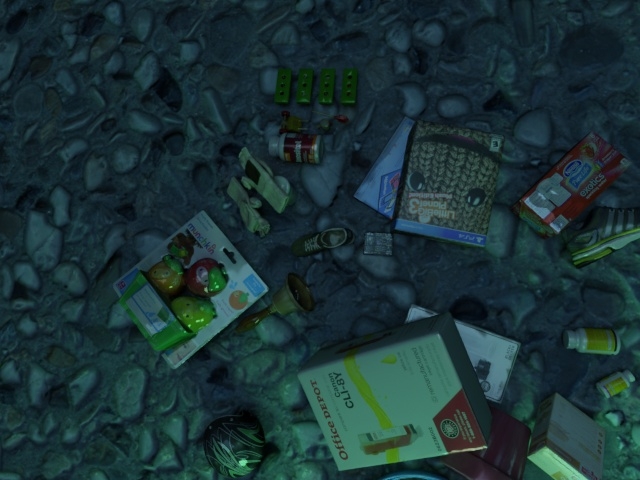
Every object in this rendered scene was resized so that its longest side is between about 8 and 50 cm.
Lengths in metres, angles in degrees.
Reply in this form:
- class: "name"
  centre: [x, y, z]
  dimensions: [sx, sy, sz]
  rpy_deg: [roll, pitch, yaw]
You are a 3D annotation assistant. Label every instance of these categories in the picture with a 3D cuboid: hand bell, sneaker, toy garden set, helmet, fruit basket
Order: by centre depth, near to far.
- class: "sneaker"
  centre: [0.763, -0.049, 1.164]
  dimensions: [0.300, 0.111, 0.121]
  rpy_deg: [-30, 75, 4]
- class: "helmet"
  centre: [-0.234, 0.555, 1.242]
  dimensions: [0.170, 0.161, 0.169]
  rpy_deg: [-1, 83, 10]
- class: "sneaker"
  centre: [0.000, 0.000, 1.303]
  dimensions: [0.192, 0.086, 0.064]
  rpy_deg: [-13, 81, 9]
- class: "hand bell"
  centre: [-0.150, 0.204, 1.315]
  dimensions: [0.242, 0.126, 0.126]
  rpy_deg: [-32, 79, 19]
- class: "fruit basket"
  centre: [-0.386, 0.134, 1.321]
  dimensions: [0.353, 0.165, 0.327]
  rpy_deg: [-41, 78, 0]
- class: "toy garden set"
  centre: [-0.015, -0.413, 1.376]
  dimensions: [0.245, 0.049, 0.203]
  rpy_deg: [4, 82, 10]

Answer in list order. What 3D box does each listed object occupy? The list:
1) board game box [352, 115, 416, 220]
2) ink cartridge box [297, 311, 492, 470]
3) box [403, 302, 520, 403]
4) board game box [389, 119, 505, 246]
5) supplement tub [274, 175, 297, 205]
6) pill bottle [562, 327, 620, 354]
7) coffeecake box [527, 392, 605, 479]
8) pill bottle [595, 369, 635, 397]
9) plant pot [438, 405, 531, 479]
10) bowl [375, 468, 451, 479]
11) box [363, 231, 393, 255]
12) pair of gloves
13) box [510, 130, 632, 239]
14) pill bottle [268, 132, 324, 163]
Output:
- class: "board game box"
  centre: [0.229, -0.207, 1.316]
  dimensions: [0.145, 0.027, 0.281]
  rpy_deg: [33, 90, 13]
- class: "ink cartridge box"
  centre: [0.176, 0.373, 1.115]
  dimensions: [0.385, 0.160, 0.279]
  rpy_deg: [-23, 90, 26]
- class: "box"
  centre: [0.350, 0.290, 1.206]
  dimensions: [0.290, 0.087, 0.169]
  rpy_deg: [18, 88, 11]
- class: "board game box"
  centre: [0.330, -0.143, 1.214]
  dimensions: [0.232, 0.141, 0.290]
  rpy_deg: [11, 88, 4]
- class: "supplement tub"
  centre: [-0.111, -0.143, 1.329]
  dimensions: [0.071, 0.107, 0.070]
  rpy_deg: [-1, 84, 10]
- class: "pill bottle"
  centre: [0.687, 0.255, 1.160]
  dimensions: [0.117, 0.065, 0.065]
  rpy_deg: [1, 84, 10]
- class: "coffeecake box"
  centre: [0.591, 0.484, 1.090]
  dimensions: [0.142, 0.185, 0.068]
  rpy_deg: [38, 130, 12]
- class: "pill bottle"
  centre: [0.744, 0.359, 1.149]
  dimensions: [0.083, 0.043, 0.043]
  rpy_deg: [-32, 79, 6]
- class: "plant pot"
  centre: [0.419, 0.517, 1.124]
  dimensions: [0.201, 0.201, 0.180]
  rpy_deg: [29, 74, 12]
- class: "bowl"
  centre: [0.251, 0.790, 1.172]
  dimensions: [0.392, 0.077, 0.390]
  rpy_deg: [-1, 83, 10]
- class: "box"
  centre: [0.166, 0.009, 1.307]
  dimensions: [0.084, 0.018, 0.067]
  rpy_deg: [2, 84, 10]
- class: "pair of gloves"
  centre: [-0.193, -0.128, 1.302]
  dimensions: [0.042, 0.240, 0.204]
  rpy_deg: [-26, 77, -37]
- class: "box"
  centre: [0.642, -0.139, 1.184]
  dimensions: [0.257, 0.122, 0.128]
  rpy_deg: [-45, 79, 2]
- class: "pill bottle"
  centre: [-0.071, -0.274, 1.349]
  dimensions: [0.152, 0.086, 0.085]
  rpy_deg: [6, 85, 11]
